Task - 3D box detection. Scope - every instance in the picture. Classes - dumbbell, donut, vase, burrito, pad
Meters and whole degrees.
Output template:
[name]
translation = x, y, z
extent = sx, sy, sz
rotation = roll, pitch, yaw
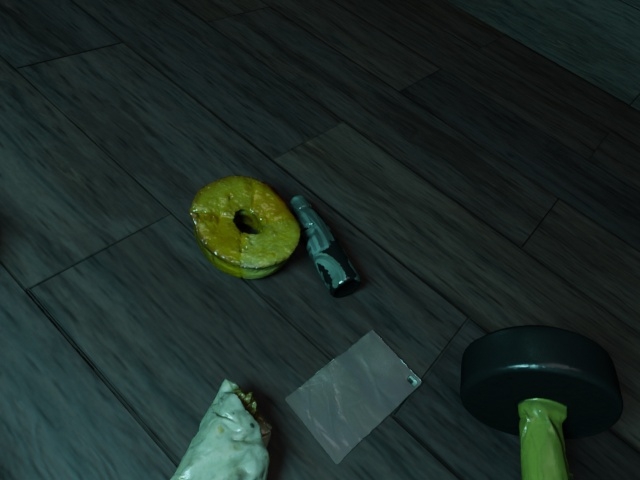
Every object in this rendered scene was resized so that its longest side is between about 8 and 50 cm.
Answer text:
[dumbbell]
translation = 0.271, 0.286, 0.561
extent = 0.204, 0.203, 0.322
rotation = 20, 47, -1
[donut]
translation = -0.128, -0.017, 0.777
extent = 0.190, 0.074, 0.174
rotation = 39, 49, 11
[vase]
translation = 0.000, 0.000, 0.810
extent = 0.060, 0.059, 0.211
rotation = -13, 57, -26
[burrito]
translation = -0.136, 0.340, 0.474
extent = 0.117, 0.076, 0.391
rotation = 25, 50, -5
[pad]
translation = 0.052, 0.221, 0.678
extent = 0.188, 0.006, 0.113
rotation = -30, 66, -33
